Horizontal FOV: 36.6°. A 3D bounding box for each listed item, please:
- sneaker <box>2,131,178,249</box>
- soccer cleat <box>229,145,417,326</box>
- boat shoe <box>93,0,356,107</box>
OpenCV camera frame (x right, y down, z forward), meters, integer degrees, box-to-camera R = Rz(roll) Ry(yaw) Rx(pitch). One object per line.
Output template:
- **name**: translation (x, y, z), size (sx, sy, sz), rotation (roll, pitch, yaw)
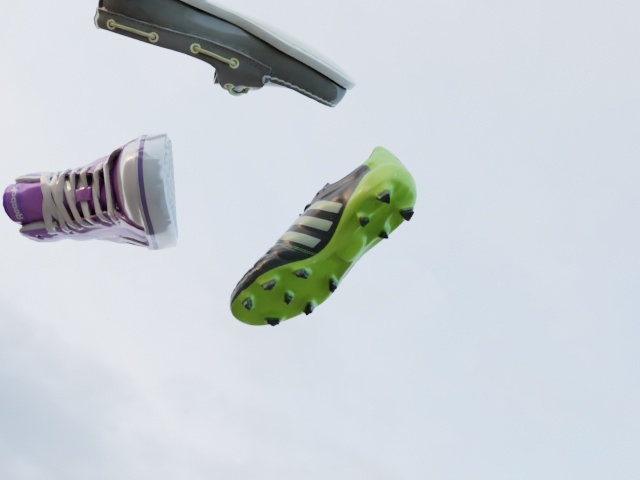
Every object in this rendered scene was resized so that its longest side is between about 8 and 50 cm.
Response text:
- **sneaker**: translation (-0.221, -0.034, 0.924), size (0.161, 0.102, 0.282), rotation (-3, -6, -16)
- **soccer cleat**: translation (0.000, 0.000, 0.750), size (0.179, 0.072, 0.060), rotation (-40, -56, 16)
- **boat shoe**: translation (-0.107, -0.221, 1.109), size (0.305, 0.109, 0.091), rotation (24, -77, -13)
